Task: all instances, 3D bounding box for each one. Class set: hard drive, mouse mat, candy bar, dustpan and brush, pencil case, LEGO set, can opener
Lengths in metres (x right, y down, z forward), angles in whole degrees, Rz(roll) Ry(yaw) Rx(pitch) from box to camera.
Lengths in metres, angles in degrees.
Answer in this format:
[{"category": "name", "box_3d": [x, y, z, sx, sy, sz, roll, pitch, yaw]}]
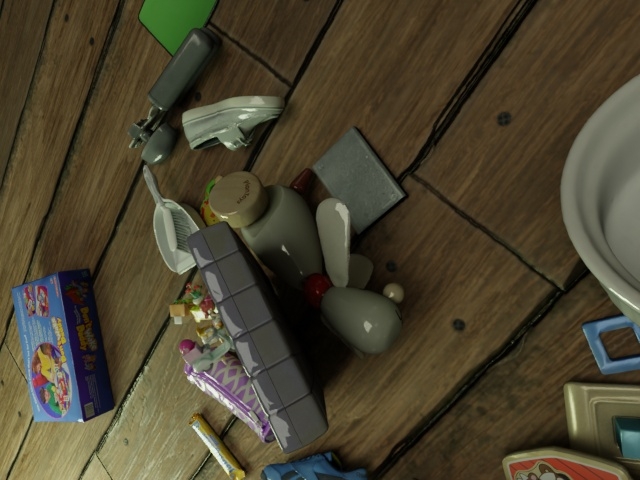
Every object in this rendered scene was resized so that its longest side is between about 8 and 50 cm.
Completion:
[{"category": "hard drive", "box_3d": [0.057, -0.090, 0.629, 0.094, 0.022, 0.135, -41, 73, 26]}, {"category": "mouse mat", "box_3d": [-0.284, -0.455, 0.814, 0.190, 0.007, 0.153, 48, 115, 20]}, {"category": "candy bar", "box_3d": [-0.207, 0.410, 0.822, 0.161, 0.018, 0.040, 42, 112, 21]}, {"category": "dustpan and brush", "box_3d": [-0.294, -0.050, 0.810, 0.147, 0.060, 0.212, -28, 76, 38]}, {"category": "pencil case", "box_3d": [-0.142, 0.270, 0.734, 0.205, 0.088, 0.087, 25, 103, 28]}, {"category": "LEGO set", "box_3d": [-0.198, 0.104, 0.711, 0.287, 0.132, 0.107, 19, 135, 63]}, {"category": "can opener", "box_3d": [-0.273, -0.264, 0.798, 0.095, 0.076, 0.283, 42, 116, -14]}]

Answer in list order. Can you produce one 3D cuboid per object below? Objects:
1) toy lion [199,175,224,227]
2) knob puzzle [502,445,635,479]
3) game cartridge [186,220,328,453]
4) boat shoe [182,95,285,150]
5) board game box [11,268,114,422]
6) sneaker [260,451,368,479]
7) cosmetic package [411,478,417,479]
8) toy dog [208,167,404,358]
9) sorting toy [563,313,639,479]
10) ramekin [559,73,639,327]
[{"category": "toy lion", "box_3d": [-0.193, -0.063, 0.777, 0.096, 0.034, 0.100, -12, 87, 38]}, {"category": "knob puzzle", "box_3d": [0.300, 0.323, 0.476, 0.213, 0.029, 0.214, 24, 125, 40]}, {"category": "game cartridge", "box_3d": [-0.068, 0.122, 0.548, 0.068, 0.355, 0.230, -31, 78, -8]}, {"category": "boat shoe", "box_3d": [-0.150, -0.197, 0.720, 0.227, 0.079, 0.081, 0, 103, 35]}, {"category": "board game box", "box_3d": [-0.646, 0.263, 1.035, 0.233, 0.078, 0.348, -14, 86, 30]}, {"category": "sneaker", "box_3d": [-0.010, 0.388, 0.688, 0.209, 0.069, 0.082, -8, 56, 39]}, {"category": "cosmetic package", "box_3d": [0.217, 0.452, 0.495, 0.309, 0.160, 0.113, 18, 103, 29]}, {"category": "toy dog", "box_3d": [0.000, 0.000, 0.595, 0.333, 0.220, 0.161, 42, 80, 14]}, {"category": "sorting toy", "box_3d": [0.383, 0.253, 0.447, 0.195, 0.047, 0.349, -7, 90, 31]}, {"category": "ramekin", "box_3d": [0.361, -0.024, 0.338, 0.276, 0.135, 0.278, -18, 55, 28]}]
